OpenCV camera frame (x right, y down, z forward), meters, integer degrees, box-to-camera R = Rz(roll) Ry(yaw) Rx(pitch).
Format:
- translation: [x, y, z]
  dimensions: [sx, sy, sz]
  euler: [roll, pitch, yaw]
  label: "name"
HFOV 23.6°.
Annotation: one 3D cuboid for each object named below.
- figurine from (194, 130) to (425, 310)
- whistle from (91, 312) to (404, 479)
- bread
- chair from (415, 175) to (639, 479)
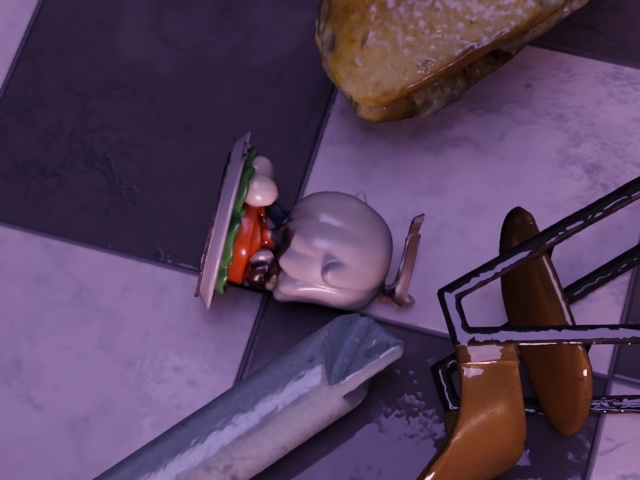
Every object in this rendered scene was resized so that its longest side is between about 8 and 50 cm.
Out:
- translation: [0.000, 0.000, 1.061]
  dimensions: [0.153, 0.132, 0.132]
  euler: [13, 67, -3]
  label: "figurine"
- translation: [-0.080, 0.147, 1.025]
  dimensions: [0.312, 0.062, 0.062]
  euler: [-33, 68, -10]
  label: "whistle"
- translation: [0.109, -0.180, 1.097]
  dimensions: [0.257, 0.186, 0.124]
  euler: [-38, 86, -8]
  label: "bread"
- translation: [0.154, 0.065, 0.993]
  dimensions: [0.246, 0.159, 0.172]
  euler: [-14, 68, -3]
  label: "chair"
